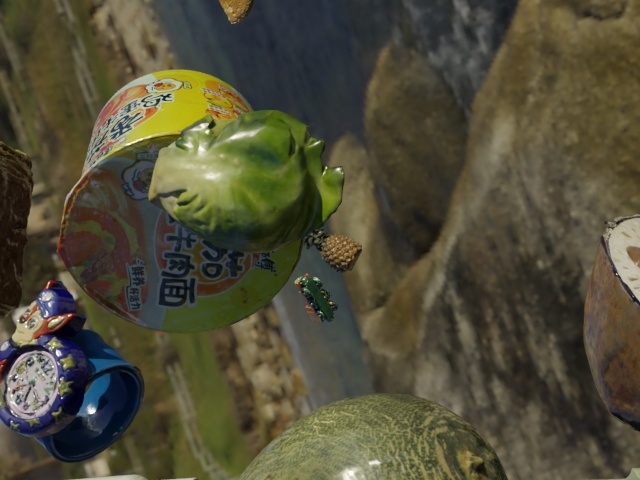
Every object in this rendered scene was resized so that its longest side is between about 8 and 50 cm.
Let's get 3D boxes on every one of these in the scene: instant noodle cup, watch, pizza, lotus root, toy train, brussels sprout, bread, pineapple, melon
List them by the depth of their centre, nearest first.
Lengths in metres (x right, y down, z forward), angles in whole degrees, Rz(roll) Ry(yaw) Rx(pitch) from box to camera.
[{"bbox_3d":[0.031,0.283,1.207,0.249,0.329,0.248,37,-150,-26],"label":"melon"},{"bbox_3d":[-0.073,-0.058,1.228,0.100,0.181,0.139,139,132,-77],"label":"brussels sprout"},{"bbox_3d":[-0.153,-0.057,1.428,0.200,0.264,0.264,-101,-3,-55],"label":"instant noodle cup"},{"bbox_3d":[0.409,0.114,1.450,0.272,0.272,0.192,-119,35,-49],"label":"lotus root"},{"bbox_3d":[-0.345,0.199,1.773,0.171,0.196,0.200,47,-174,34],"label":"watch"},{"bbox_3d":[0.000,0.000,1.924,0.124,0.058,0.058,32,163,10],"label":"pineapple"},{"bbox_3d":[-0.134,-0.389,2.006,0.078,0.025,0.083,42,127,11],"label":"pizza"},{"bbox_3d":[-0.638,-0.030,2.237,0.277,0.167,0.324,31,-122,-69],"label":"bread"},{"bbox_3d":[-0.012,0.108,2.386,0.103,0.044,0.064,58,156,-19],"label":"toy train"}]

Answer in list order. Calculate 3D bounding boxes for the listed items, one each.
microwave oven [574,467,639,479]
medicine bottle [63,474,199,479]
[{"bbox_3d":[0.545,0.509,2.066,0.355,0.219,0.286,146,125,-71],"label":"microwave oven"},{"bbox_3d":[-0.274,0.366,1.592,0.143,0.258,0.143,-6,-90,-83],"label":"medicine bottle"}]
